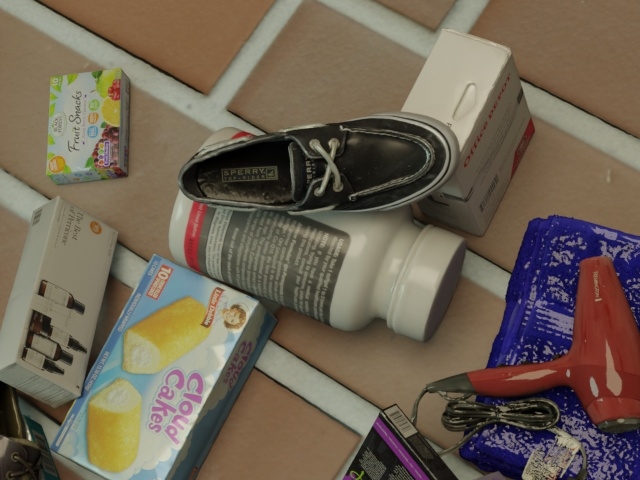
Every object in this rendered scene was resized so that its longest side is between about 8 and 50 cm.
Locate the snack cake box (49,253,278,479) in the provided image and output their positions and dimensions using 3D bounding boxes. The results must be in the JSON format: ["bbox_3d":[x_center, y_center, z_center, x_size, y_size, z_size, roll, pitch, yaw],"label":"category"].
[{"bbox_3d":[-0.183,0.169,1.815,0.152,0.089,0.264,23,78,21],"label":"snack cake box"}]

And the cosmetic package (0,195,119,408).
[{"bbox_3d":[-0.316,0.071,1.837,0.060,0.099,0.239,-25,44,38],"label":"cosmetic package"}]

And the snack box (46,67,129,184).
[{"bbox_3d":[-0.301,-0.148,1.986,0.100,0.037,0.141,-6,69,13],"label":"snack box"}]

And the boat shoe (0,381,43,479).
[{"bbox_3d":[-0.367,0.254,1.757,0.092,0.103,0.285,-27,60,7],"label":"boat shoe"}]

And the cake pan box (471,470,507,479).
[{"bbox_3d":[0.182,0.411,1.593,0.267,0.070,0.245,45,114,24],"label":"cake pan box"}]

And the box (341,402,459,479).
[{"bbox_3d":[0.083,0.271,1.686,0.029,0.162,0.116,-21,60,-37],"label":"box"}]

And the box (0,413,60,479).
[{"bbox_3d":[-0.440,0.309,1.841,0.244,0.060,0.100,-25,66,4],"label":"box"}]

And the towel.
[{"bbox_3d":[0.300,0.131,1.719,0.228,0.076,0.308,14,74,19],"label":"towel"}]

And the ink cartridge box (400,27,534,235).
[{"bbox_3d":[0.165,-0.121,1.766,0.092,0.218,0.158,22,77,20],"label":"ink cartridge box"}]

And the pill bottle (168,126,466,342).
[{"bbox_3d":[0.000,0.000,1.779,0.319,0.176,0.176,22,77,14],"label":"pill bottle"}]

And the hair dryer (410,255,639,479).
[{"bbox_3d":[0.246,0.145,1.645,0.224,0.080,0.293,32,81,16],"label":"hair dryer"}]

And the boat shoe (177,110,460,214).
[{"bbox_3d":[-0.005,-0.079,1.634,0.301,0.102,0.108,-2,96,15],"label":"boat shoe"}]
